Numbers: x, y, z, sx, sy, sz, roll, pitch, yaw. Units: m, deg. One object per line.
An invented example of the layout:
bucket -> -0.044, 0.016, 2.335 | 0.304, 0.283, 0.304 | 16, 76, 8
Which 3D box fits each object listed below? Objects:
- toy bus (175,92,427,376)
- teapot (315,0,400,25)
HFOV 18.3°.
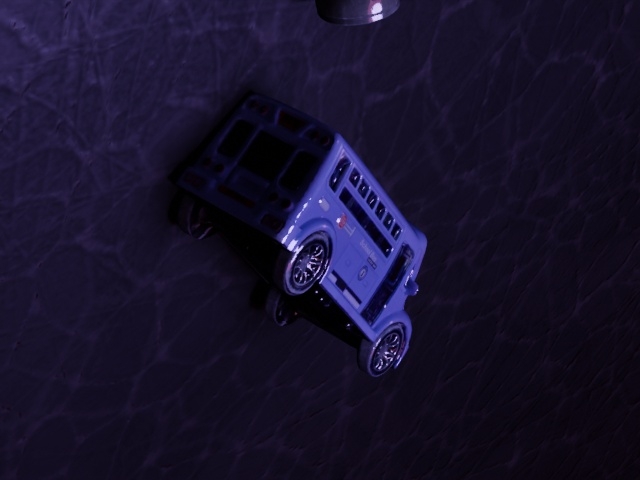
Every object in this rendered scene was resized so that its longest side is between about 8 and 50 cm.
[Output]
toy bus -> 0.000, 0.000, 1.654 | 0.133, 0.125, 0.292 | -56, 150, -9
teapot -> 0.031, -0.207, 1.534 | 0.088, 0.066, 0.057 | -53, 143, -47
